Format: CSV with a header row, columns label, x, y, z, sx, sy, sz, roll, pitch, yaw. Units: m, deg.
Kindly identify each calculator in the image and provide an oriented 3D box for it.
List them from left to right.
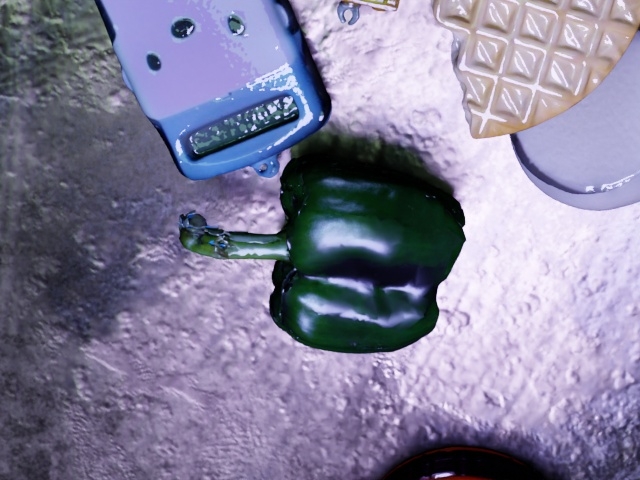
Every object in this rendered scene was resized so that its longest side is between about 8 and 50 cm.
label,x,y,z,sx,sy,sz,roll,pitch,yaw
calculator,-0.107,-0.188,1.673,0.173,0.051,0.293,-22,105,12

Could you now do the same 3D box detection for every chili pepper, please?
label,x,y,z,sx,sy,sz,roll,pitch,yaw
chili pepper,0.000,0.000,1.666,0.261,0.165,0.174,11,128,-1

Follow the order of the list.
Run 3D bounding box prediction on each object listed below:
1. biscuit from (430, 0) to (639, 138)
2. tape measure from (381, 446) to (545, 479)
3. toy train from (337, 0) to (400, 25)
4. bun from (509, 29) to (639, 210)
label,x,y,z,sx,sy,sz,roll,pitch,yaw
biscuit,0.179,-0.249,1.521,0.204,0.040,0.309,-15,104,4
tape measure,0.138,0.335,1.790,0.260,0.114,0.253,-28,103,11
toy train,0.045,-0.290,1.580,0.089,0.127,0.219,13,109,-1
bun,0.258,-0.107,1.620,0.173,0.120,0.173,-4,79,20
